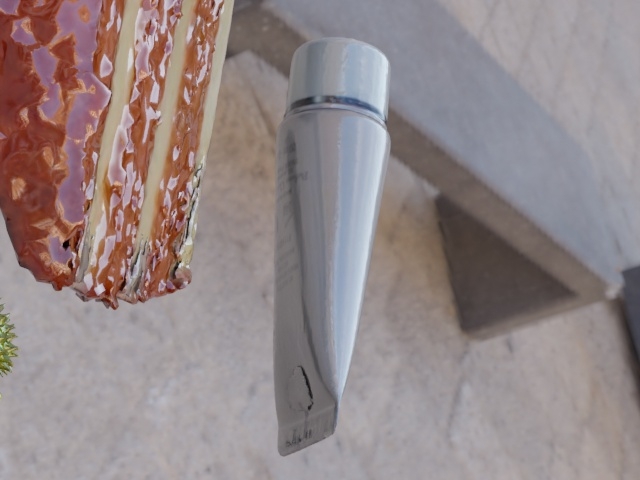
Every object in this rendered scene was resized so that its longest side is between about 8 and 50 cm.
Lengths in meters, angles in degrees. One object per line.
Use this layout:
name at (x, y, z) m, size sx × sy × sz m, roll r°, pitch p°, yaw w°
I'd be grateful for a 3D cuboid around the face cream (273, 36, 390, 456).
face cream at (0.000, 0.000, 0.975) m, size 0.089 × 0.143 × 0.314 m, roll 13°, pitch 71°, yaw -16°

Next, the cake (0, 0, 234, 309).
cake at (-0.050, -0.125, 0.404) m, size 0.158 × 0.159 × 0.262 m, roll 33°, pitch 32°, yaw -80°

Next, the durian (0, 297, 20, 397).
durian at (-0.346, 0.063, 1.077) m, size 0.146 × 0.198 × 0.159 m, roll -61°, pitch 166°, yaw -15°
